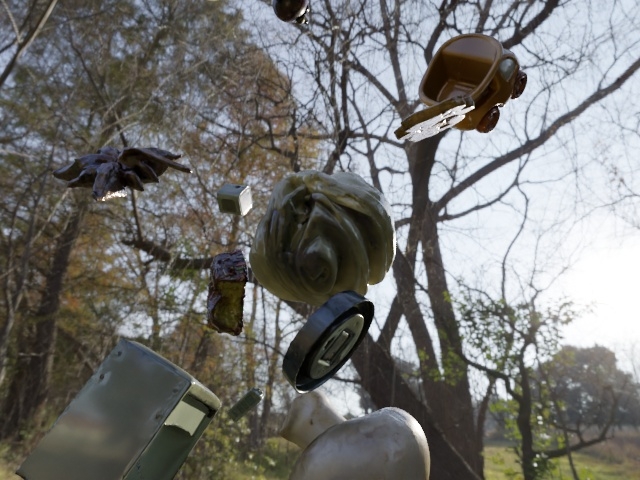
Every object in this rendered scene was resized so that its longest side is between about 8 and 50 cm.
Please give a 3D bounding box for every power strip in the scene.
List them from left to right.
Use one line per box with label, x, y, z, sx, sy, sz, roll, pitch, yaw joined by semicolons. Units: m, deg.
power strip;-0.136;0.294;0.769;0.083;0.027;0.017;-45;-7;14

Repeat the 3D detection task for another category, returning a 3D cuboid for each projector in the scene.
projector;-0.279;-0.134;1.409;0.082;0.083;0.083;9;-52;17

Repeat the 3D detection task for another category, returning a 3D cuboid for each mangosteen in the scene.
mangosteen;-0.062;-0.507;0.928;0.081;0.080;0.081;3;-28;2

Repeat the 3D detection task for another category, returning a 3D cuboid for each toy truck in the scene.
toy truck;0.424;-0.436;1.213;0.204;0.288;0.212;35;-1;38

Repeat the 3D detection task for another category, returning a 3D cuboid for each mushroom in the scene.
mushroom;0.053;0.420;0.845;0.298;0.290;0.297;-23;-41;-22

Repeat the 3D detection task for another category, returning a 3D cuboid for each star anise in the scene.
star anise;-0.538;-0.202;1.181;0.350;0.292;0.109;26;-38;34

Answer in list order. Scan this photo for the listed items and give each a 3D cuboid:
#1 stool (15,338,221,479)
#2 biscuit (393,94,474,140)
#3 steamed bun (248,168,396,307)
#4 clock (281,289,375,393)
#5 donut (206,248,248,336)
stool;-0.355;0.368;0.832;0.170;0.269;0.243;25;-26;15
biscuit;0.262;-0.280;1.002;0.184;0.035;0.249;-21;-1;20
steamed bun;0.000;0.000;1.019;0.352;0.339;0.247;8;7;10
clock;0.017;0.187;0.806;0.042;0.215;0.215;37;-14;28
donut;-0.251;0.131;1.148;0.096;0.216;0.230;2;-63;-18
